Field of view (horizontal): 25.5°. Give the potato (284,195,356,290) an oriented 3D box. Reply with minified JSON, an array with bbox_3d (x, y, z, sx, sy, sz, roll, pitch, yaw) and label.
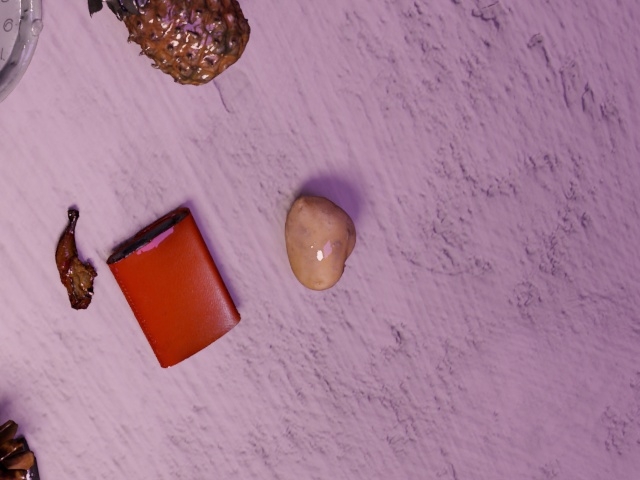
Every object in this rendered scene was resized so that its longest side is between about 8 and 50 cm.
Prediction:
[{"bbox_3d":[-0.001,0.002,2.090,0.112,0.112,0.147,-13,119,-26],"label":"potato"}]

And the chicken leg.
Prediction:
[{"bbox_3d":[-0.336,0.031,1.939,0.062,0.037,0.145,-37,127,-40],"label":"chicken leg"}]

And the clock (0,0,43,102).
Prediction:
[{"bbox_3d":[-0.439,-0.261,1.722,0.236,0.053,0.236,-39,143,-38],"label":"clock"}]

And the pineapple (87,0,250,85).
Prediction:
[{"bbox_3d":[-0.228,-0.326,1.791,0.310,0.141,0.170,44,47,-32],"label":"pineapple"}]

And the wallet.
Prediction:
[{"bbox_3d":[-0.208,0.069,2.025,0.142,0.045,0.204,-34,124,-17],"label":"wallet"}]

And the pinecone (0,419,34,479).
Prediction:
[{"bbox_3d":[-0.481,0.321,1.875,0.229,0.201,0.202,-34,142,-45],"label":"pinecone"}]

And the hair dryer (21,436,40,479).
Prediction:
[{"bbox_3d":[-0.415,0.402,2.024,0.070,0.114,0.248,-16,97,-32],"label":"hair dryer"}]
